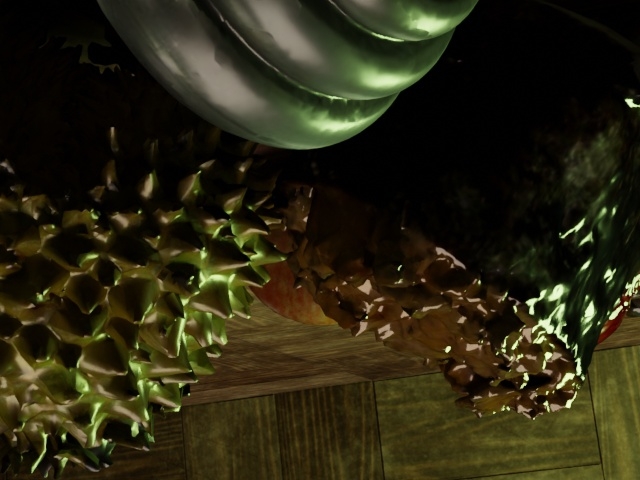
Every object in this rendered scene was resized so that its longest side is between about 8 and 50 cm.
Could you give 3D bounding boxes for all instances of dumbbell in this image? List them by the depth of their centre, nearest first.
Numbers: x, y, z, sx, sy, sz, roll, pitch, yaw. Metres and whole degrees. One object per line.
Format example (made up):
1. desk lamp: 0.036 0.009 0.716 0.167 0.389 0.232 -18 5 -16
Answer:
1. dumbbell: 0.088 -0.146 0.334 0.406 0.179 0.179 -16 164 36

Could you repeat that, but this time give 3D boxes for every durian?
1. durian: -0.149 -0.018 0.618 0.258 0.293 0.258 -7 124 -11

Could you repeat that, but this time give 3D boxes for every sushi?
1. sushi: 0.080 -0.017 0.728 0.234 0.207 0.348 23 168 28

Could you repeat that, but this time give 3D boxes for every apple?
1. apple: 0.000 0.000 1.008 0.146 0.146 0.131 -3 146 -14

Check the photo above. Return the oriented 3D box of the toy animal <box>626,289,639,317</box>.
1. toy animal: 0.437 0.046 1.461 0.185 0.122 0.298 10 155 -19

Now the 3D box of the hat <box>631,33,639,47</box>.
1. hat: 0.322 -0.103 0.773 0.301 0.168 0.258 -29 -176 -12

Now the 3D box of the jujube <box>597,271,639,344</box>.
1. jujube: 0.278 0.038 1.308 0.168 0.168 0.236 2 150 -32
